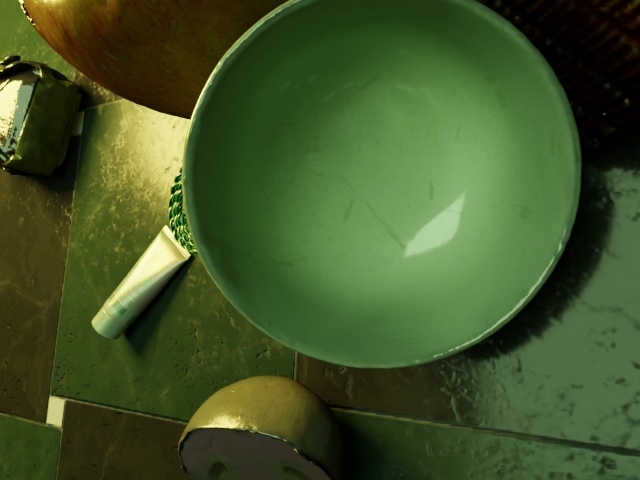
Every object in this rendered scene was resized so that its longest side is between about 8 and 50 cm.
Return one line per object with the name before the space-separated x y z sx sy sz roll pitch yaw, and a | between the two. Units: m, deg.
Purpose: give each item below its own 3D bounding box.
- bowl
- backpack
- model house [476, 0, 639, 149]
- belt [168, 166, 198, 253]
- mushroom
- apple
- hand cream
bowl | 0.047 -0.053 0.491 0.307 0.163 0.307 1 102 3
backpack | -0.562 -0.227 0.994 0.253 0.140 0.207 15 87 31
model house | 0.279 -0.196 0.402 0.317 0.297 0.282 38 128 9
belt | -0.125 -0.044 0.705 0.151 0.079 0.121 -5 88 45
mushroom | -0.055 0.206 0.583 0.188 0.141 0.117 -5 44 32
apple | -0.119 -0.307 0.591 0.384 0.374 0.374 34 100 29
hand cream | -0.259 0.065 0.795 0.174 0.047 0.076 -51 57 6
